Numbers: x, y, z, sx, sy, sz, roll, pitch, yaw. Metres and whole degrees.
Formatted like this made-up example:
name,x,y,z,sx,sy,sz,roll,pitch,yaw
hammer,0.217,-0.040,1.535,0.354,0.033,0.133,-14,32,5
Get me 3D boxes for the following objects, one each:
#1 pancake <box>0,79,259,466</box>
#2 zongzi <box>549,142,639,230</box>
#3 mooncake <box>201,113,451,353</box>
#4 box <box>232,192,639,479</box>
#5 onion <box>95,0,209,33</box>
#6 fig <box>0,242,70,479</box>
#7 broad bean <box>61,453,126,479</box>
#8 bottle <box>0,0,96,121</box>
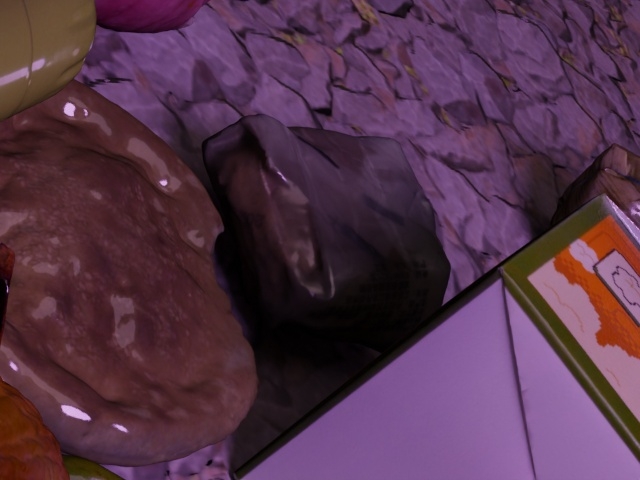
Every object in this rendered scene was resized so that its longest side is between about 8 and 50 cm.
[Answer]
name,x,y,z,sx,sy,sz,roll,pitch,yaw
pancake,-0.117,0.003,0.897,0.222,0.042,0.236,33,36,-24
zongzi,0.236,0.085,1.198,0.228,0.115,0.256,33,46,-18
mooncake,0.000,0.000,1.013,0.125,0.073,0.130,9,49,-42
box,0.102,0.112,0.910,0.177,0.195,0.148,52,32,4
onion,-0.115,-0.227,1.023,0.230,0.163,0.230,43,32,-36
fig,-0.135,0.081,0.639,0.146,0.201,0.133,23,61,-29
broad bean,-0.158,0.074,0.768,0.256,0.052,0.052,35,25,-26
bottle,-0.217,-0.071,0.775,0.260,0.112,0.112,-32,83,-43
